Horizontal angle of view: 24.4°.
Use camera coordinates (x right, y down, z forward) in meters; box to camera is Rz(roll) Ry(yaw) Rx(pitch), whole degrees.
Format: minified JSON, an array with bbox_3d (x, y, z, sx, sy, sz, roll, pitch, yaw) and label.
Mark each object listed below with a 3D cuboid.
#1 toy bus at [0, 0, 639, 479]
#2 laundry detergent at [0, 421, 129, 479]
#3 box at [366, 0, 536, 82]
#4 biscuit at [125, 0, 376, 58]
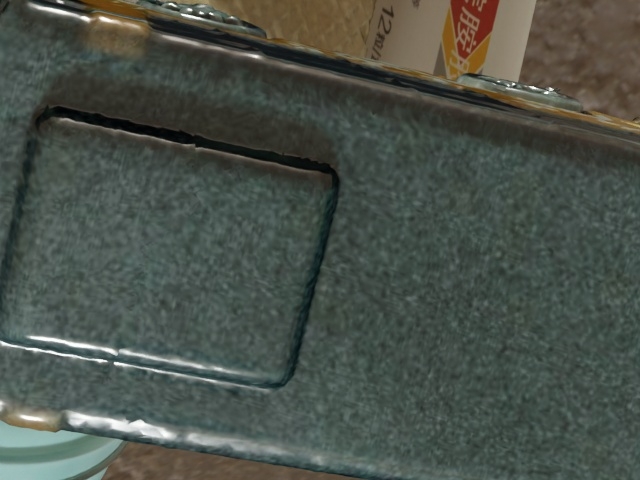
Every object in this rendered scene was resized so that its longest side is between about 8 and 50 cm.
[{"bbox_3d":[0.000,0.000,0.497,0.275,0.167,0.139,12,100,-14],"label":"toy bus"},{"bbox_3d":[-0.287,0.123,1.011,0.287,0.305,0.287,24,27,-14],"label":"laundry detergent"},{"bbox_3d":[0.057,-0.141,0.946,0.214,0.069,0.353,20,83,-53],"label":"box"},{"bbox_3d":[-0.115,-0.170,0.640,0.426,0.078,0.144,25,65,-51],"label":"biscuit"}]
